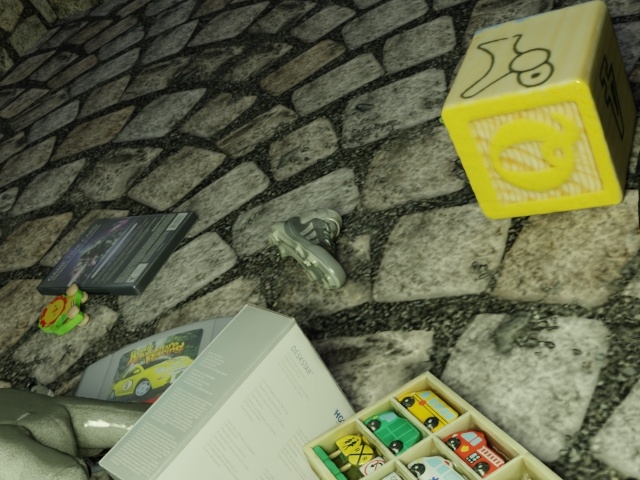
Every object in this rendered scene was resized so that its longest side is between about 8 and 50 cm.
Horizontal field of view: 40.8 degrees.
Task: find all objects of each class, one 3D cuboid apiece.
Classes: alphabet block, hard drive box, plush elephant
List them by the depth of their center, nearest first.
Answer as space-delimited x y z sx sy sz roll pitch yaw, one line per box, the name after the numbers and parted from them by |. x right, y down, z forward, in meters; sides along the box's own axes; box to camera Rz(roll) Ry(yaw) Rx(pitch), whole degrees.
-0.085 0.215 0.918 0.089 0.181 0.232 12 50 48 | hard drive box
-0.360 0.311 0.963 0.330 0.255 0.272 10 8 9 | plush elephant
0.294 -0.168 1.131 0.192 0.193 0.197 -8 38 34 | alphabet block

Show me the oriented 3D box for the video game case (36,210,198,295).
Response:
-0.372 0.024 1.569 0.274 0.026 0.196 -4 40 38 | video game case

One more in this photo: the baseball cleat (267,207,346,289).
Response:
0.000 0.000 1.254 0.109 0.072 0.206 -32 35 -16 | baseball cleat

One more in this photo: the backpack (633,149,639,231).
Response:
0.393 -0.038 0.871 0.144 0.188 0.166 -8 37 32 | backpack

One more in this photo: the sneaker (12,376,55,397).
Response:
-0.434 0.244 1.269 0.038 0.069 0.098 -20 33 17 | sneaker

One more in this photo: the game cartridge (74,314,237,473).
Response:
-0.217 0.203 1.168 0.294 0.060 0.196 -20 29 17 | game cartridge

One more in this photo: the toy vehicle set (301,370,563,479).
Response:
0.111 0.237 0.831 0.166 0.035 0.267 -29 29 -16 | toy vehicle set

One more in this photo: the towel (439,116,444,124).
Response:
0.276 -0.209 1.371 0.113 0.023 0.152 -40 31 -18 | towel

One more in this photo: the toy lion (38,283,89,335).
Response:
-0.445 0.127 1.480 0.096 0.034 0.100 -37 36 8 | toy lion
